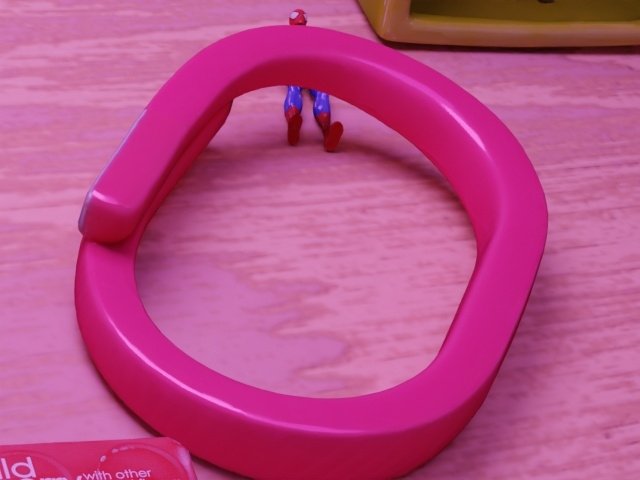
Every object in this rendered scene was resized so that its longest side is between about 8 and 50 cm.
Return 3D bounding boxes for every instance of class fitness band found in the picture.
[{"bbox_3d":[0.000,0.000,0.870,0.209,0.054,0.291,28,41,2],"label":"fitness band"}]

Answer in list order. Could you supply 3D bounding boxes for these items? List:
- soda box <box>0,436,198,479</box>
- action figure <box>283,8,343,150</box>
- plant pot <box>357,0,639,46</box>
[{"bbox_3d":[-0.165,0.131,0.612,0.263,0.083,0.092,-1,42,-25],"label":"soda box"},{"bbox_3d":[-0.008,-0.097,1.018,0.038,0.030,0.115,5,37,-12],"label":"action figure"},{"bbox_3d":[0.121,-0.270,1.140,0.228,0.227,0.207,-1,36,-26],"label":"plant pot"}]
